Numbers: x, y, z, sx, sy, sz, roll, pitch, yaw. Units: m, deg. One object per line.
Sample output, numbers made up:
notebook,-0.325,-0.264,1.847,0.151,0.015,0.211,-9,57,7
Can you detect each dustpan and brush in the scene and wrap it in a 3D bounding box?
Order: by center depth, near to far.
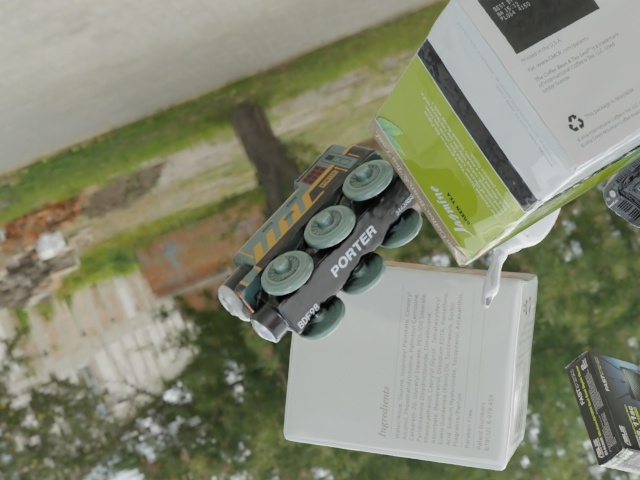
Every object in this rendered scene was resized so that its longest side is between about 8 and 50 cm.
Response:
dustpan and brush,0.255,-0.012,1.469,0.147,0.211,0.060,20,165,-38

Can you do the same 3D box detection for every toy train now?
toy train,0.000,0.000,1.546,0.334,0.142,0.190,-48,-144,-17

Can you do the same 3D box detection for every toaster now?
toaster,0.652,-0.144,2.107,0.227,0.129,0.146,-52,-175,39

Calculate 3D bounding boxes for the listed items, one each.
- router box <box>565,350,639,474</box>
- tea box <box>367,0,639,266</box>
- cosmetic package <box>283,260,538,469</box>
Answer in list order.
router box,0.315,0.181,1.138,0.092,0.122,0.038,16,133,-29
tea box,0.277,-0.176,1.246,0.329,0.220,0.323,-30,171,-20
cosmetic package,0.174,0.207,1.994,0.393,0.328,0.329,5,-179,15
